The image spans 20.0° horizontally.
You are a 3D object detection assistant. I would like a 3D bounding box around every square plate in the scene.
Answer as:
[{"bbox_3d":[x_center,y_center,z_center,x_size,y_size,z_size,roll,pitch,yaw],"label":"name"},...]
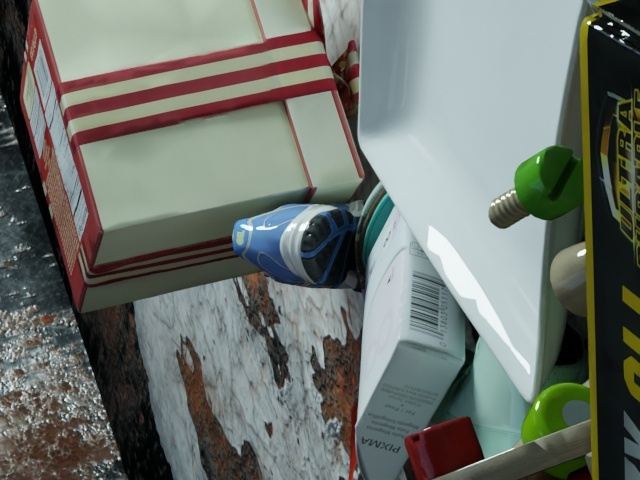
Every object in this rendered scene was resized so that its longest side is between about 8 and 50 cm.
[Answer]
[{"bbox_3d":[0.104,-0.130,1.174,0.344,0.049,0.347,-120,27,-52],"label":"square plate"}]

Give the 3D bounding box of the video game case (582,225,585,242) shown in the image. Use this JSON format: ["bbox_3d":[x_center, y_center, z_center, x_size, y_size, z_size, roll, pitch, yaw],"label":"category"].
[{"bbox_3d":[0.189,-0.027,1.099,0.201,0.023,0.183,122,131,-68],"label":"video game case"}]

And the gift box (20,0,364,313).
[{"bbox_3d":[-0.107,-0.115,1.555,0.255,0.258,0.276,132,125,-70],"label":"gift box"}]

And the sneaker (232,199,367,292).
[{"bbox_3d":[0.000,0.000,1.475,0.211,0.081,0.080,17,-99,-68],"label":"sneaker"}]

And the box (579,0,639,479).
[{"bbox_3d":[0.225,0.050,0.654,0.079,0.257,0.322,-134,33,-57],"label":"box"}]

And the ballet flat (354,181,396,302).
[{"bbox_3d":[0.066,0.018,1.457,0.079,0.076,0.222,-86,-4,-53],"label":"ballet flat"}]

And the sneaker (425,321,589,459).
[{"bbox_3d":[0.132,0.089,1.287,0.256,0.094,0.151,-124,40,-67],"label":"sneaker"}]

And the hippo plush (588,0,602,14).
[{"bbox_3d":[0.065,-0.263,0.832,0.234,0.236,0.294,64,143,38],"label":"hippo plush"}]

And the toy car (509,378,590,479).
[{"bbox_3d":[0.198,0.170,1.059,0.188,0.149,0.155,43,143,17],"label":"toy car"}]

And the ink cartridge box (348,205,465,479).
[{"bbox_3d":[0.041,0.101,1.352,0.189,0.066,0.232,-85,20,-53],"label":"ink cartridge box"}]

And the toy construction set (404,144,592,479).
[{"bbox_3d":[0.198,0.060,0.867,0.237,0.257,0.309,-35,48,52],"label":"toy construction set"}]
